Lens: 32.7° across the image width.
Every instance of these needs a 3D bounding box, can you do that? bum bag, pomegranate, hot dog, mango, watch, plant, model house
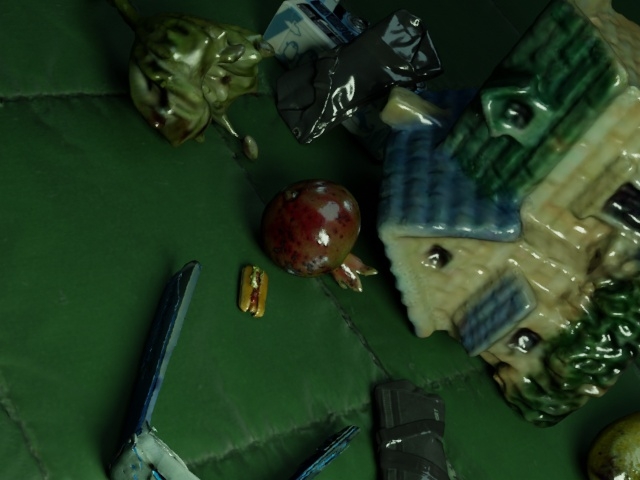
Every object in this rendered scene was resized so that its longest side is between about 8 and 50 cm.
[{"bbox_3d":[0.103,0.240,1.241,0.087,0.049,0.197,5,42,-5],"label":"bum bag"},{"bbox_3d":[0.052,-0.241,1.592,0.123,0.248,0.060,61,-3,12],"label":"bum bag"},{"bbox_3d":[-0.005,0.003,1.355,0.129,0.129,0.159,-29,99,-53],"label":"pomegranate"},{"bbox_3d":[-0.078,0.057,1.302,0.037,0.021,0.083,24,39,-22],"label":"hot dog"},{"bbox_3d":[0.495,0.309,1.427,0.330,0.175,0.176,13,16,-4],"label":"mango"},{"bbox_3d":[-0.118,0.163,1.109,0.276,0.068,0.274,43,35,8],"label":"watch"},{"bbox_3d":[-0.234,-0.246,1.434,0.334,0.180,0.251,28,4,18],"label":"plant"},{"bbox_3d":[0.271,-0.073,1.399,0.400,0.445,0.395,33,37,-11],"label":"model house"}]

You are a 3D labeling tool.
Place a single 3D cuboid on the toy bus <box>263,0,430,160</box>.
[{"bbox_3d":[0.053,-0.259,1.702,0.297,0.106,0.131,47,38,14],"label":"toy bus"}]
